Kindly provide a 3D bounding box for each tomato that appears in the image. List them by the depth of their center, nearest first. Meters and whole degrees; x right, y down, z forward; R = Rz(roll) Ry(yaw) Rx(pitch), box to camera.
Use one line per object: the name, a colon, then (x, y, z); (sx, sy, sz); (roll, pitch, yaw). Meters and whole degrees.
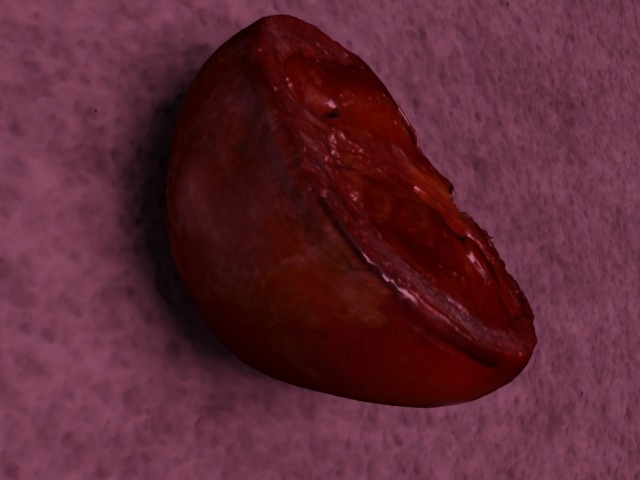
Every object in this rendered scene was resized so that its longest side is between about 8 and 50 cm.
tomato: (0.000, 0.000, 0.447); (0.200, 0.139, 0.233); (24, 33, -49)
